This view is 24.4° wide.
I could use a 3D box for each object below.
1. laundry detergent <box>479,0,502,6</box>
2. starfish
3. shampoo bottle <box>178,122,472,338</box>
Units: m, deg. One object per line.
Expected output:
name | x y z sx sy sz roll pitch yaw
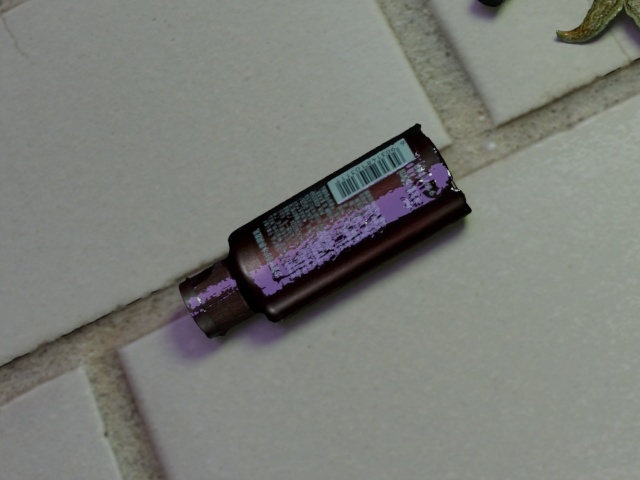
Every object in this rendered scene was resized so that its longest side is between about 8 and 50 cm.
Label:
laundry detergent | 0.246 -0.369 1.712 0.099 0.070 0.225 30 81 15
starfish | 0.355 -0.293 1.644 0.217 0.050 0.223 -24 80 12
shampoo bottle | 0.000 0.000 1.631 0.323 0.084 0.129 -31 62 4
